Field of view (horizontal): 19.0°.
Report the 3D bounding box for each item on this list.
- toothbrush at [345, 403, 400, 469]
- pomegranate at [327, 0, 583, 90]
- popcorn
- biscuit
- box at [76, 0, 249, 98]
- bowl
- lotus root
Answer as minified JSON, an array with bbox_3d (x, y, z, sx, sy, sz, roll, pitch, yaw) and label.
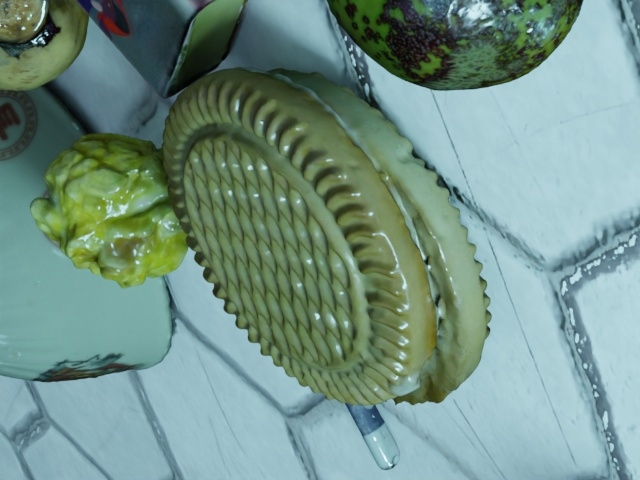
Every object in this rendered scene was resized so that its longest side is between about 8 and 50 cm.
[{"bbox_3d":[-0.016,0.038,1.355,0.026,0.024,0.288,-22,100,48],"label":"toothbrush"},{"bbox_3d":[0.078,-0.150,0.923,0.125,0.163,0.138,28,-155,-56],"label":"pomegranate"},{"bbox_3d":[-0.142,-0.024,1.392,0.106,0.116,0.121,-15,108,43],"label":"popcorn"},{"bbox_3d":[0.000,0.000,1.226,0.259,0.079,0.259,38,146,31],"label":"biscuit"},{"bbox_3d":[-0.141,-0.209,1.236,0.224,0.069,0.120,49,151,12],"label":"box"},{"bbox_3d":[-0.291,0.005,1.606,0.337,0.157,0.337,38,149,29],"label":"bowl"},{"bbox_3d":[-0.227,-0.169,1.366,0.221,0.118,0.125,-156,53,-75],"label":"lotus root"}]
